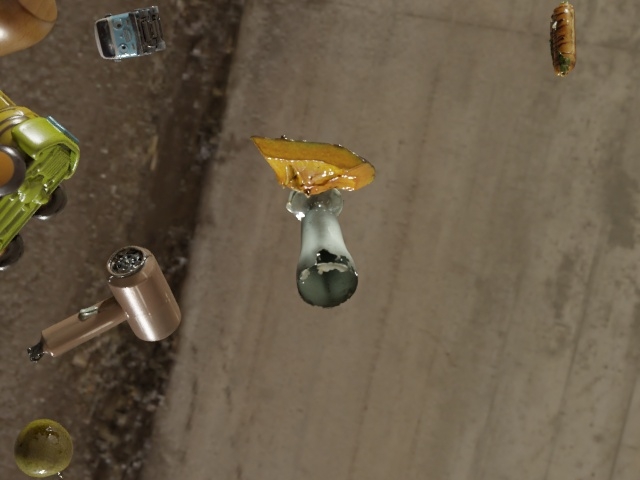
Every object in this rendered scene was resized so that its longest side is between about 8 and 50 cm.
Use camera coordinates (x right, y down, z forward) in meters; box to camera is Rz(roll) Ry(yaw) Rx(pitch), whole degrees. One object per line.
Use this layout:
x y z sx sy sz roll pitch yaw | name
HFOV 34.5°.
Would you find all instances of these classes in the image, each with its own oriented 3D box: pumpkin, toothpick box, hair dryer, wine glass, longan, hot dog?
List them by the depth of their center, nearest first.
-0.006 -0.058 0.863 0.073 0.101 0.035 75 24 -70 | pumpkin
0.000 0.000 1.169 0.155 0.072 0.072 -97 -178 -50 | wine glass
-0.263 0.090 1.213 0.181 0.064 0.117 -28 135 -10 | hair dryer
-0.332 0.258 1.251 0.083 0.075 0.075 59 41 -23 | longan
-0.522 -0.285 1.427 0.192 0.294 0.192 56 17 -26 | toothpick box
0.353 -0.295 1.513 0.049 0.037 0.122 120 -23 -66 | hot dog

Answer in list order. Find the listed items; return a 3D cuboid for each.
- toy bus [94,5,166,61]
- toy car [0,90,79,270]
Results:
-0.249 -0.268 1.337 0.123 0.074 0.060 -72 153 -73 | toy bus
-0.406 -0.061 1.211 0.248 0.142 0.200 -49 173 -8 | toy car
